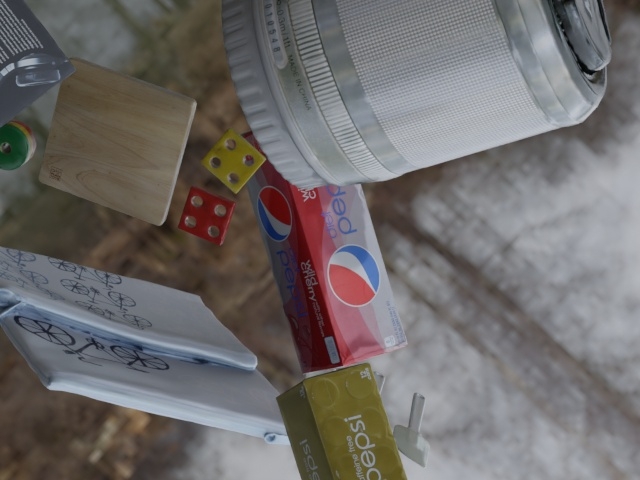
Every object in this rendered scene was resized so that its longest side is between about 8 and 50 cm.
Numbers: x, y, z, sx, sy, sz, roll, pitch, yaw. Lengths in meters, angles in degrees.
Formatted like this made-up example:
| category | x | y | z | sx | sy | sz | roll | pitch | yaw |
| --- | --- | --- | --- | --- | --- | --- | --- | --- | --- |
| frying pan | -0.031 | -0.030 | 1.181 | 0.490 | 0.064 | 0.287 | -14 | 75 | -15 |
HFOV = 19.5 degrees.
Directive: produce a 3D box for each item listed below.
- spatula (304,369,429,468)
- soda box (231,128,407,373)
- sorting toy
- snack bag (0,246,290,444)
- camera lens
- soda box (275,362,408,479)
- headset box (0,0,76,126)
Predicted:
| category | x | y | z | sx | sy | sz | roll | pitch | yaw |
| --- | --- | --- | --- | --- | --- | --- | --- | --- | --- |
| spatula | 0.059 | 0.180 | 2.163 | 0.019 | 0.168 | 0.242 | -60 | -179 | 13 |
| soda box | 0.000 | 0.000 | 1.939 | 0.092 | 0.263 | 0.083 | -17 | 180 | -34 |
| sorting toy | -0.184 | -0.097 | 1.812 | 0.046 | 0.274 | 0.132 | -50 | 158 | -67 |
| snack bag | -0.191 | 0.098 | 1.882 | 0.342 | 0.323 | 0.037 | 42 | -69 | 56 |
| camera lens | 0.084 | -0.172 | 1.520 | 0.274 | 0.219 | 0.219 | -16 | -170 | 20 |
| soda box | 0.028 | 0.190 | 1.412 | 0.061 | 0.181 | 0.058 | -12 | 167 | -27 |
| headset box | -0.366 | -0.109 | 1.525 | 0.283 | 0.131 | 0.246 | -39 | -164 | -9 |
